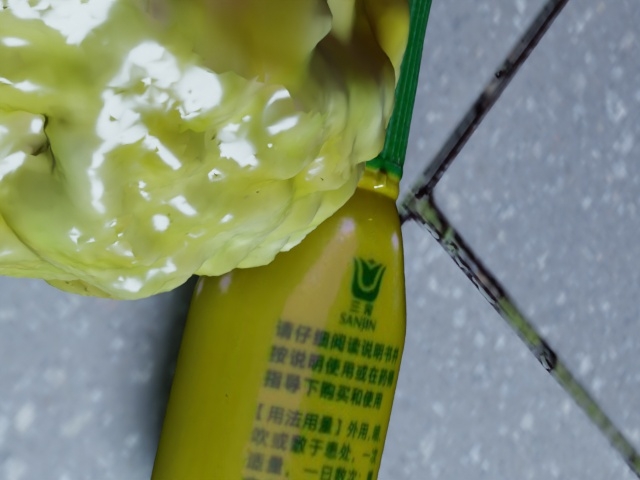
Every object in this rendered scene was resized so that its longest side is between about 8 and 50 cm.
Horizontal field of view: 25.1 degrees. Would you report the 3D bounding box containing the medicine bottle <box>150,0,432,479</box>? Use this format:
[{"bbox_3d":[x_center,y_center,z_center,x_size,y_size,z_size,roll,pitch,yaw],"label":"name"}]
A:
[{"bbox_3d":[0.000,0.000,0.543,0.095,0.064,0.260,15,86,-37],"label":"medicine bottle"}]

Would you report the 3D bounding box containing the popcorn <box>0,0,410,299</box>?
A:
[{"bbox_3d":[-0.075,-0.104,0.384,0.195,0.255,0.256,-28,97,10],"label":"popcorn"}]
